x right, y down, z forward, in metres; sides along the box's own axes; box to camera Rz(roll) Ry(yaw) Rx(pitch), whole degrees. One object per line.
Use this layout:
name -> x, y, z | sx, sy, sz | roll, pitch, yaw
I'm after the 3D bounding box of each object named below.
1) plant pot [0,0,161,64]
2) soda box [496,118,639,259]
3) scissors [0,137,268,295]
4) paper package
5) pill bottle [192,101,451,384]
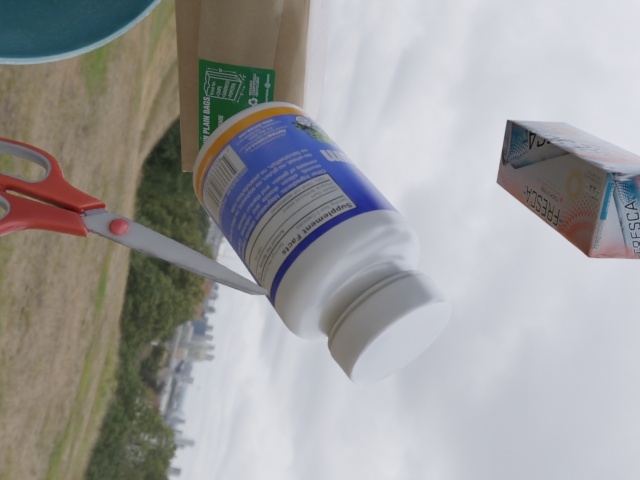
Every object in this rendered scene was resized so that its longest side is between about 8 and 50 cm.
plant pot -> -0.247, -0.283, 0.451 | 0.195, 0.290, 0.290 | 27, -73, 38
soda box -> 0.198, -0.047, 0.525 | 0.183, 0.058, 0.063 | -108, -159, -68
scissors -> -0.182, -0.024, 0.569 | 0.021, 0.297, 0.109 | 104, -4, -55
paper package -> -0.080, -0.289, 0.916 | 0.309, 0.168, 0.325 | -78, 176, -52
pill bottle -> 0.000, 0.000, 0.659 | 0.272, 0.152, 0.152 | 51, -41, 30
